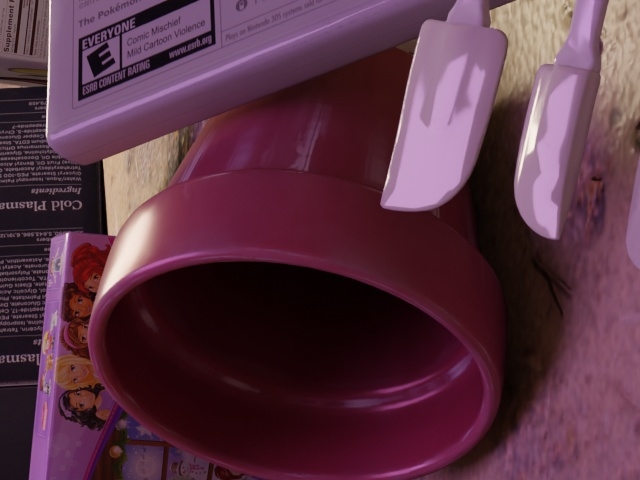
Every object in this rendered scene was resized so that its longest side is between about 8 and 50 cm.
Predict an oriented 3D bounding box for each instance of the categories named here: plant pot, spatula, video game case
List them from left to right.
[{"bbox_3d":[0.000,0.000,0.816,0.201,0.201,0.180,121,165,-50],"label":"plant pot"},{"bbox_3d":[0.000,-0.218,0.801,0.329,0.036,0.299,-19,60,27],"label":"video game case"},{"bbox_3d":[0.118,-0.114,0.641,0.168,0.019,0.242,15,91,42],"label":"spatula"}]

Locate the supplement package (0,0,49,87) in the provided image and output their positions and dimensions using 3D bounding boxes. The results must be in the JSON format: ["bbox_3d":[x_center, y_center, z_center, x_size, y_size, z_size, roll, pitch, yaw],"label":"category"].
[{"bbox_3d":[-0.221,-0.216,1.464,0.194,0.203,0.149,179,97,-71],"label":"supplement package"}]

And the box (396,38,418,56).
[{"bbox_3d":[0.003,-0.089,0.961,0.102,0.087,0.101,-131,50,-64],"label":"box"}]

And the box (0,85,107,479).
[{"bbox_3d":[-0.279,0.085,1.458,0.343,0.179,0.312,96,167,-54],"label":"box"}]

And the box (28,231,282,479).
[{"bbox_3d":[-0.064,0.150,0.908,0.057,0.201,0.293,171,104,-70],"label":"box"}]
